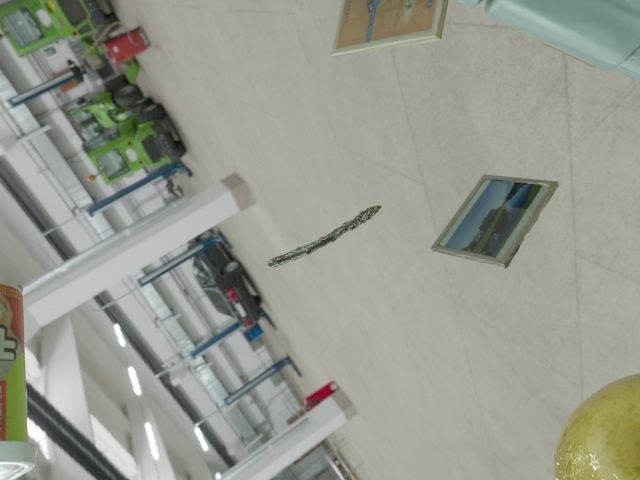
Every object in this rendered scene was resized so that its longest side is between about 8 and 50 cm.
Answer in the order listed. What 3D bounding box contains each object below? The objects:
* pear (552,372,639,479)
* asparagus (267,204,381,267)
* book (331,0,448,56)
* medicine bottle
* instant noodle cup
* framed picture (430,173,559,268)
[{"bbox_3d":[0.509,0.357,0.718,0.348,0.348,0.348,52,165,20],"label":"pear"},{"bbox_3d":[0.000,0.000,0.543,0.163,0.016,0.016,-27,79,39],"label":"asparagus"},{"bbox_3d":[0.119,-0.412,0.882,0.242,0.018,0.170,11,90,47],"label":"book"},{"bbox_3d":[0.351,-0.352,0.714,0.318,0.158,0.158,27,163,1],"label":"medicine bottle"},{"bbox_3d":[-0.609,0.227,0.817,0.294,0.294,0.307,86,171,-62],"label":"instant noodle cup"},{"bbox_3d":[0.226,-0.030,0.669,0.109,0.149,0.011,15,148,46],"label":"framed picture"}]
